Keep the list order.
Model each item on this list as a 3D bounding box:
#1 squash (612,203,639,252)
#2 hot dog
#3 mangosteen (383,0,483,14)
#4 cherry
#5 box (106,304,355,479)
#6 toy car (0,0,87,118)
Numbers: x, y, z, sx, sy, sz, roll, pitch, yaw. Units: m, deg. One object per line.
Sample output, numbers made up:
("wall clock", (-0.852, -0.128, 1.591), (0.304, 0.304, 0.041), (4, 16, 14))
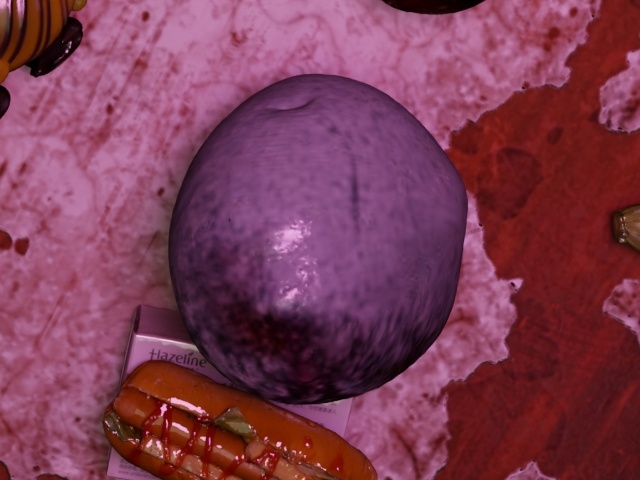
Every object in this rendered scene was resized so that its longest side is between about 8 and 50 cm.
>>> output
("squash", (0.345, 0.006, 1.447), (0.201, 0.066, 0.066), (12, 107, -7))
("hot dog", (-0.057, 0.182, 1.396), (0.250, 0.076, 0.104), (29, 103, -9))
("mangosteen", (0.085, -0.245, 1.309), (0.153, 0.152, 0.152), (-1, 108, -3))
("cherry", (0.000, 0.000, 1.335), (0.218, 0.296, 0.255), (6, 110, 24))
("box", (-0.076, 0.145, 1.461), (0.199, 0.081, 0.135), (11, 106, -9))
("toy car", (-0.299, -0.177, 1.311), (0.248, 0.142, 0.200), (-42, 106, 12))
